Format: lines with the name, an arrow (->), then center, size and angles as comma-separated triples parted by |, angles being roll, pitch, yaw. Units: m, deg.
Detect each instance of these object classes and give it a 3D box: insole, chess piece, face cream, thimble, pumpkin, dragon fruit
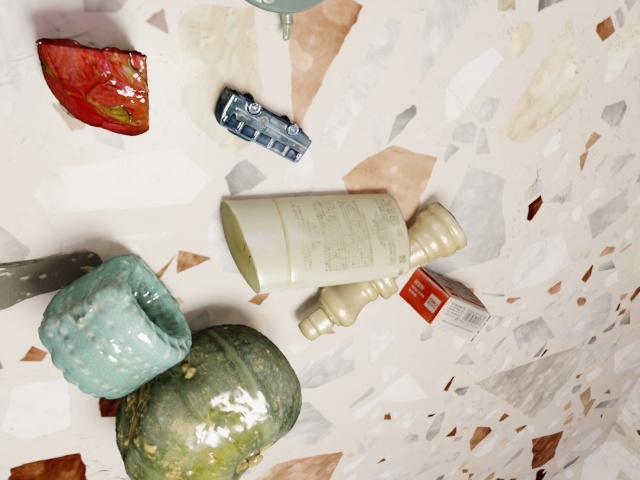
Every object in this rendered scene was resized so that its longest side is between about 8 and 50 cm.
insole -> -0.468, 0.066, 0.740 | 0.248, 0.011, 0.081 | -16, 129, -22
chess piece -> 0.119, 0.077, 1.024 | 0.397, 0.117, 0.117 | -35, 131, -3
face cream -> 0.000, 0.000, 0.881 | 0.349, 0.173, 0.081 | -6, 165, -26
thimble -> -0.312, 0.130, 0.741 | 0.143, 0.198, 0.235 | -33, 164, -5
pumpkin -> -0.205, 0.310, 0.878 | 0.328, 0.257, 0.291 | -33, 156, -29
dragon fruit -> -0.275, -0.185, 0.600 | 0.121, 0.161, 0.127 | -12, 114, -25

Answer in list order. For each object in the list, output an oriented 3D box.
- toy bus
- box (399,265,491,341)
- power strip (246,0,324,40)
toy bus -> -0.091, -0.183, 0.773 | 0.166, 0.047, 0.065 | 22, 111, -38
box -> 0.304, 0.152, 1.162 | 0.182, 0.133, 0.099 | 24, 107, -36
power strip -> -0.028, -0.410, 0.657 | 0.168, 0.054, 0.253 | 9, 114, -33
